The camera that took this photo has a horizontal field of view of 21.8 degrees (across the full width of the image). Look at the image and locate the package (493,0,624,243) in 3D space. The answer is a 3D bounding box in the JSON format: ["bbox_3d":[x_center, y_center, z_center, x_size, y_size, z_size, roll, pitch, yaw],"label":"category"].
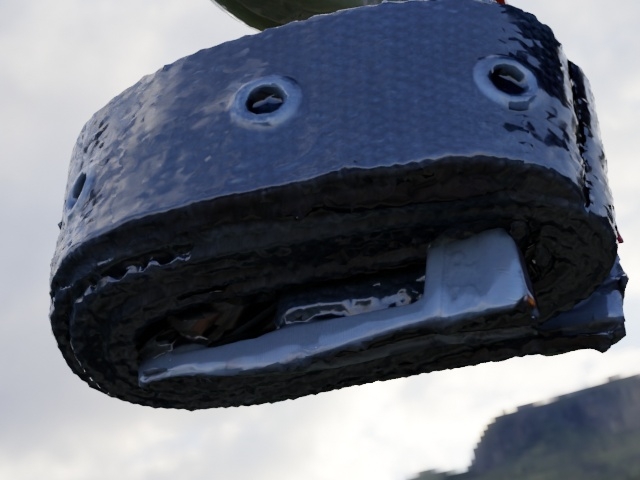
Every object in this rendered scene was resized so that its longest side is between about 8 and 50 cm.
[{"bbox_3d":[0.130,-0.143,1.644,0.196,0.423,0.123,-27,-13,6],"label":"package"}]

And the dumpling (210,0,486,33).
[{"bbox_3d":[-0.029,-0.287,1.490,0.212,0.270,0.321,-24,-37,38],"label":"dumpling"}]

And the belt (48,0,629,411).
[{"bbox_3d":[0.000,0.000,0.618,0.218,0.128,0.122,-12,-45,16],"label":"belt"}]
